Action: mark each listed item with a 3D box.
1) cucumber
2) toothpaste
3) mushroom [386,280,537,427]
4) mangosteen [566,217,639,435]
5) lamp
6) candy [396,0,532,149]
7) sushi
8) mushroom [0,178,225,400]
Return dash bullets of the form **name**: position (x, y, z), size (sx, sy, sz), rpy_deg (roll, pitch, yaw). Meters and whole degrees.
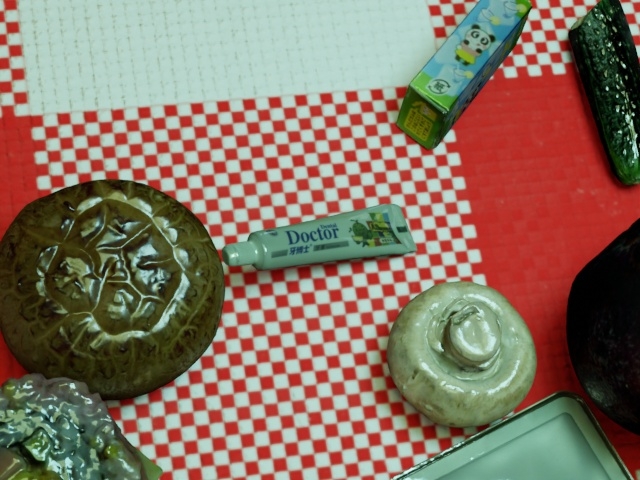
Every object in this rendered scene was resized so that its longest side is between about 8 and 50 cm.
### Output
- **cucumber**: position (0.357, -0.180, 2.040), size (0.074, 0.074, 0.241), rpy_deg (-8, 70, -12)
- **toothpaste**: position (0.000, 0.000, 1.891), size (0.255, 0.037, 0.067), rpy_deg (-8, 63, -35)
- **mushroom**: position (0.155, 0.124, 1.850), size (0.166, 0.127, 0.166), rpy_deg (1, 69, -2)
- **mangosteen**: position (0.415, 0.104, 1.821), size (0.300, 0.300, 0.300), rpy_deg (3, 67, -8)
- **lamp**: position (0.233, 0.326, 1.821), size (0.266, 0.047, 0.269), rpy_deg (-25, 74, -18)
- **candy**: position (0.171, -0.209, 2.009), size (0.062, 0.097, 0.194), rpy_deg (35, 66, 10)
- **sushi**: position (-0.269, 0.275, 1.694), size (0.236, 0.171, 0.270), rpy_deg (-27, 76, -19)
- **mushroom**: position (-0.228, 0.052, 1.809), size (0.253, 0.153, 0.253), rpy_deg (2, 77, -9)
